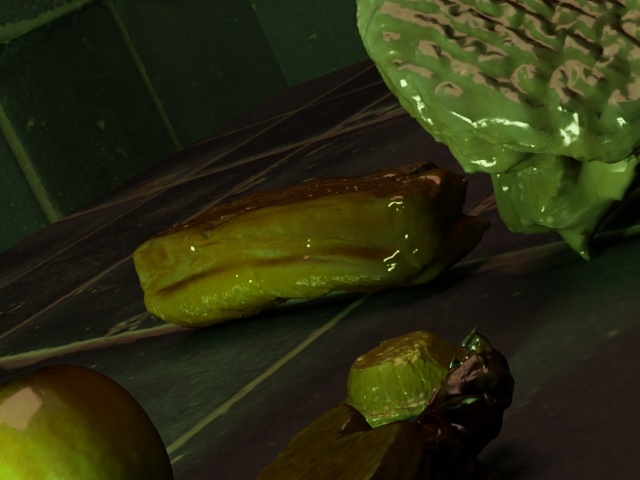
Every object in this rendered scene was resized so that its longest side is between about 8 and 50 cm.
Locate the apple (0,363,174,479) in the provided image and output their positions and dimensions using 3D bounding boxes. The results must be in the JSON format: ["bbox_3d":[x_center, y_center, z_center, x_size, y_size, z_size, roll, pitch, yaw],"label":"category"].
[{"bbox_3d":[-0.165,0.150,0.881,0.146,0.147,0.163,-23,9,5],"label":"apple"}]

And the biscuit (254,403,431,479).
[{"bbox_3d":[-0.041,0.178,0.682,0.208,0.041,0.290,-33,11,40],"label":"biscuit"}]

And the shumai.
[{"bbox_3d":[0.191,-0.131,1.112,0.314,0.262,0.267,17,68,23],"label":"shumai"}]

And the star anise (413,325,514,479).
[{"bbox_3d":[0.066,0.122,0.740,0.097,0.070,0.191,-50,1,27],"label":"star anise"}]

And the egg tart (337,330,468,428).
[{"bbox_3d":[0.055,0.091,0.965,0.105,0.039,0.105,-24,9,4],"label":"egg tart"}]

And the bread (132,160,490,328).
[{"bbox_3d":[0.000,0.000,1.339,0.380,0.109,0.185,-12,9,42],"label":"bread"}]
